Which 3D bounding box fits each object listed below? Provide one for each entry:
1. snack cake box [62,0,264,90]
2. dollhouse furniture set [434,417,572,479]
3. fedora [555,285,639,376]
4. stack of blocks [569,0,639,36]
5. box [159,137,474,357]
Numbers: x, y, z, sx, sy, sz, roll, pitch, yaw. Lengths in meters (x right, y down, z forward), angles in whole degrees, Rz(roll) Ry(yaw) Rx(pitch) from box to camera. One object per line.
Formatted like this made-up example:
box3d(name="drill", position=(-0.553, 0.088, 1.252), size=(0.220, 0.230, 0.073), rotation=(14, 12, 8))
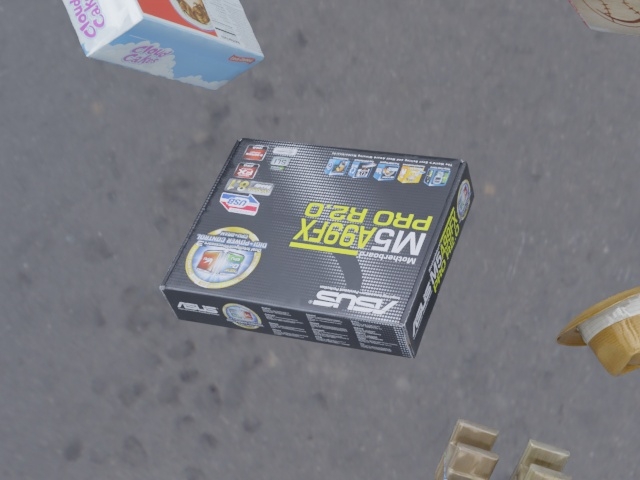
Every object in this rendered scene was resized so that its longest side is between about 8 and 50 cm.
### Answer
box3d(name="snack cake box", position=(-0.192, -0.279, 1.492), size=(0.089, 0.264, 0.152), rotation=(-29, 74, 24))
box3d(name="dollhouse furniture set", position=(0.205, 0.325, 1.200), size=(0.242, 0.161, 0.212), rotation=(18, 31, -2))
box3d(name="fedora", position=(0.392, 0.119, 1.575), size=(0.194, 0.194, 0.079), rotation=(-19, 69, -4))
box3d(name="stack of blocks", position=(0.211, -0.135, 0.339), size=(0.297, 0.087, 0.171), rotation=(20, 74, 47))
box3d(name="box", position=(0.000, 0.000, 1.293), size=(0.270, 0.060, 0.216), rotation=(8, 53, 24))
